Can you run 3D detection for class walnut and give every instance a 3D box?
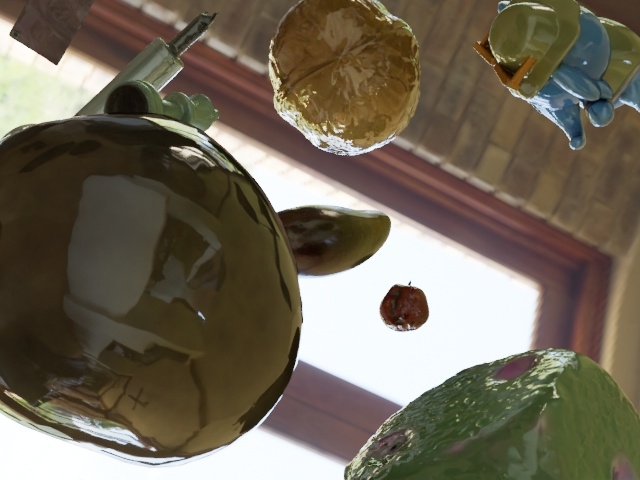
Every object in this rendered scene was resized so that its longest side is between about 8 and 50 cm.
[{"bbox_3d":[0.028,-0.193,1.340,0.193,0.193,0.226,-61,180,8],"label":"walnut"}]

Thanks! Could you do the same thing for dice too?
[{"bbox_3d":[0.236,0.344,1.436,0.330,0.322,0.318,-24,-172,34],"label":"dice"}]

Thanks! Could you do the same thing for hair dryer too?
[{"bbox_3d":[-0.257,-0.164,1.434,0.357,0.107,0.173,-45,-153,-1],"label":"hair dryer"}]

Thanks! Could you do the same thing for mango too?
[{"bbox_3d":[0.000,0.000,1.776,0.133,0.267,0.111,-56,-129,46],"label":"mango"}]

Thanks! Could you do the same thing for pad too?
[{"bbox_3d":[-0.516,-0.448,2.263,0.006,0.113,0.188,8,-111,60],"label":"pad"}]

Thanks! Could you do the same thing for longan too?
[{"bbox_3d":[-0.166,0.039,0.989,0.319,0.318,0.319,-55,-161,29],"label":"longan"}]

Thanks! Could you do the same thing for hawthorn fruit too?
[{"bbox_3d":[0.143,0.111,1.972,0.093,0.093,0.093,-55,-161,29],"label":"hawthorn fruit"}]

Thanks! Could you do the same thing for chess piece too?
[{"bbox_3d":[-0.142,-0.125,1.130,0.149,0.059,0.059,-9,137,-59],"label":"chess piece"}]

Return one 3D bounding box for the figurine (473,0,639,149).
[{"bbox_3d":[0.322,-0.219,1.462,0.154,0.262,0.180,-34,-139,51],"label":"figurine"}]
